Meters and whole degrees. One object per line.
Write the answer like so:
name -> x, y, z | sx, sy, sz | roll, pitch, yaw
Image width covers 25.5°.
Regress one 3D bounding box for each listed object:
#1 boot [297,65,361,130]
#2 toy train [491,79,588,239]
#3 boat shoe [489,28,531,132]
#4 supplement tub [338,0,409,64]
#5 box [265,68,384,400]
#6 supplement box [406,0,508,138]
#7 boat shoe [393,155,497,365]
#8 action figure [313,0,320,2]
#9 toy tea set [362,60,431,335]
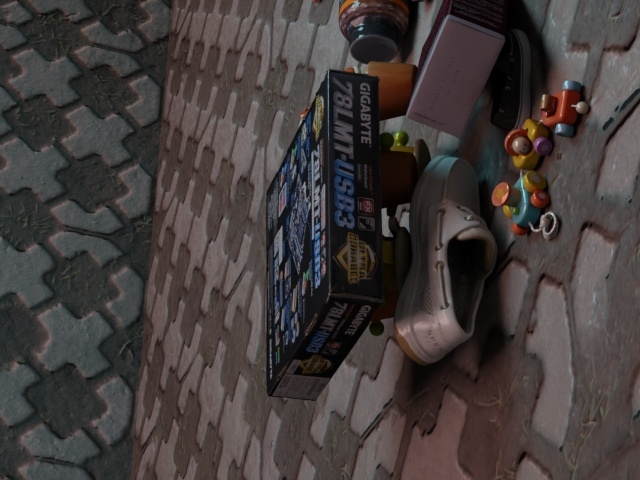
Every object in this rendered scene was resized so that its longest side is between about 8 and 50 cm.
boot -> 0.014, -0.206, 2.224 | 0.059, 0.085, 0.158 | -115, 41, -67
toy train -> 0.225, -0.086, 1.491 | 0.125, 0.046, 0.166 | -179, 102, -74
boat shoe -> 0.213, -0.186, 1.613 | 0.049, 0.040, 0.142 | 126, 152, -54
supplement tub -> 0.079, -0.355, 2.074 | 0.106, 0.106, 0.198 | 125, 152, -53
box -> 0.000, 0.000, 1.664 | 0.293, 0.073, 0.295 | 122, 151, -57
supplement box -> 0.163, -0.229, 1.649 | 0.239, 0.073, 0.130 | -73, 5, -61
boat shoe -> 0.157, 0.011, 1.592 | 0.096, 0.098, 0.277 | -23, 43, 38
action figure -> 0.005, -0.473, 2.549 | 0.115, 0.030, 0.038 | 114, 166, -48
toy tea set -> 0.064, -0.054, 1.731 | 0.200, 0.124, 0.336 | 60, -150, -62
